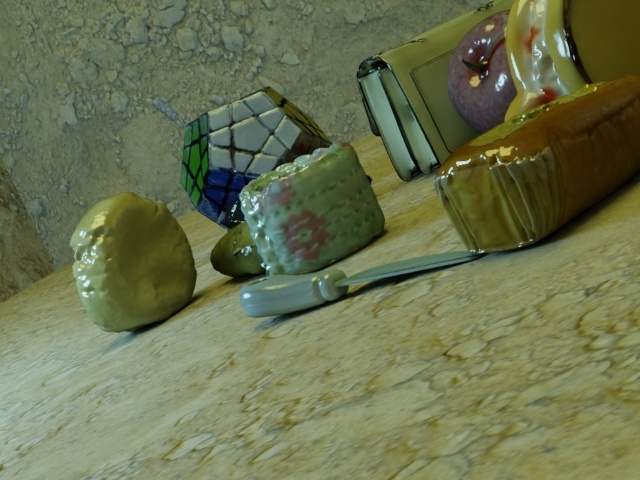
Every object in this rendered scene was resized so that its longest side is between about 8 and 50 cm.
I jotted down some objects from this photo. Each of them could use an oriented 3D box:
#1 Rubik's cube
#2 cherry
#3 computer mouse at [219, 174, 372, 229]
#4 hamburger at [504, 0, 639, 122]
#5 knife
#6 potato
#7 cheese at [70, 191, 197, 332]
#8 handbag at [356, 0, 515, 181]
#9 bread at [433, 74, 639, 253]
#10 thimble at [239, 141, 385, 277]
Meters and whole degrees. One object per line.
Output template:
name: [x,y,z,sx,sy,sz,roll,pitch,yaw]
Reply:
Rubik's cube: [-0.131,-0.156,2.427,0.319,0.319,0.264,-21,35,29]
cherry: [0.327,-0.272,1.983,0.285,0.213,0.236,0,15,-41]
computer mouse: [-0.039,-0.054,2.144,0.295,0.087,0.168,-15,3,-40]
hamburger: [0.366,-0.240,1.587,0.186,0.261,0.303,-23,47,59]
knife: [0.049,0.041,1.387,0.331,0.044,0.080,-13,5,31]
potato: [-0.113,0.015,1.902,0.188,0.085,0.105,-20,30,56]
cheese: [-0.297,0.032,1.887,0.117,0.214,0.226,-16,4,29]
handbag: [0.261,-0.285,2.173,0.358,0.237,0.160,-29,10,-28]
bread: [0.253,-0.088,1.298,0.288,0.119,0.152,-30,14,-39]
thimble: [-0.019,-0.040,1.722,0.185,0.149,0.211,-13,14,48]
